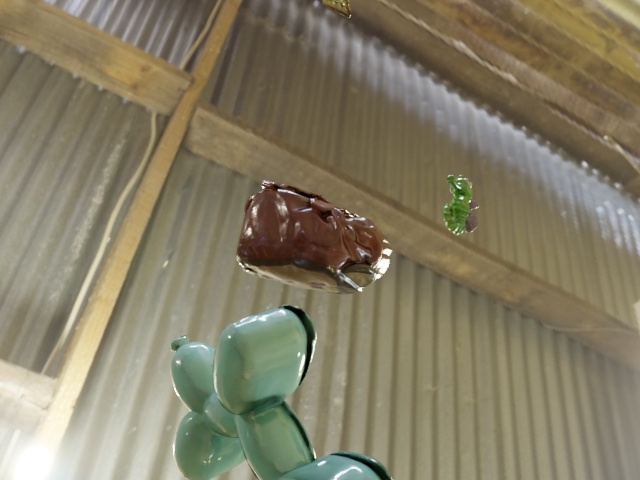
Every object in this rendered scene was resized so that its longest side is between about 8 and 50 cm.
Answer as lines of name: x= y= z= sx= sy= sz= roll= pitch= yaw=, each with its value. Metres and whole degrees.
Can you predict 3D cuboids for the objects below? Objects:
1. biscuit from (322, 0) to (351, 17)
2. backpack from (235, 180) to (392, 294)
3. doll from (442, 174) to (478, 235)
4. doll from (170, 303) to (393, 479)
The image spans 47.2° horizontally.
biscuit: x=0.013 y=-0.518 z=1.337 sx=0.016 sy=0.203 sz=0.144 roll=-21 pitch=-148 yaw=-13
backpack: x=0.000 y=0.003 z=1.050 sx=0.229 sy=0.229 sz=0.139 roll=13 pitch=-96 yaw=-29
doll: x=0.298 y=-0.079 z=1.574 sx=0.115 sy=0.050 sz=0.190 roll=48 pitch=-142 yaw=-24
doll: x=-0.040 y=0.108 z=0.419 sx=0.059 sy=0.159 sz=0.159 roll=-19 pitch=-114 yaw=-35
